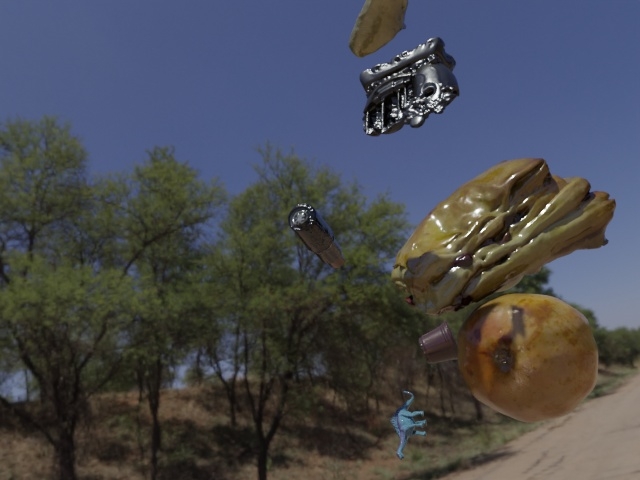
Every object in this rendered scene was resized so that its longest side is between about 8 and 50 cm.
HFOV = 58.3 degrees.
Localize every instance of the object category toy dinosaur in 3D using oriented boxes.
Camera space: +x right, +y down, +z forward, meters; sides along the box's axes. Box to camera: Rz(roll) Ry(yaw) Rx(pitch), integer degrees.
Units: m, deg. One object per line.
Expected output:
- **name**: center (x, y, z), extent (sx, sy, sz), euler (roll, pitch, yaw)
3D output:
- **toy dinosaur**: center (0.200, 0.415, 1.308), extent (0.080, 0.197, 0.045), euler (-13, -61, 20)

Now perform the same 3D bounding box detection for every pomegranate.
- **pomegranate**: center (0.308, 0.169, 0.863), extent (0.207, 0.207, 0.207), euler (-13, -19, -5)

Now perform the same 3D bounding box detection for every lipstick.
- **lipstick**: center (0.000, 0.000, 1.474), extent (0.081, 0.081, 0.300), euler (-18, -29, 11)

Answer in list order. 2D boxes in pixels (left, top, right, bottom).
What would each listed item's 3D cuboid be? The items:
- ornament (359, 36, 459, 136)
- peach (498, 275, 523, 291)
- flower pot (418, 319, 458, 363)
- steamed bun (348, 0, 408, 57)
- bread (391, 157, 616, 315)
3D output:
- **ornament**: center (0.190, -0.305, 1.263), extent (0.251, 0.260, 0.106), euler (-19, -47, 32)
- **peach**: center (0.452, 0.018, 1.651), extent (0.292, 0.292, 0.247), euler (-11, -48, -12)
- **flower pot**: center (0.311, 0.277, 1.514), extent (0.089, 0.111, 0.111), euler (-23, -20, 10)
- **steamed bun**: center (0.175, -0.587, 1.489), extent (0.231, 0.110, 0.212), euler (-67, -10, 26)
- **bread**: center (0.290, -0.017, 1.020), extent (0.370, 0.192, 0.314), euler (-27, 0, 0)
